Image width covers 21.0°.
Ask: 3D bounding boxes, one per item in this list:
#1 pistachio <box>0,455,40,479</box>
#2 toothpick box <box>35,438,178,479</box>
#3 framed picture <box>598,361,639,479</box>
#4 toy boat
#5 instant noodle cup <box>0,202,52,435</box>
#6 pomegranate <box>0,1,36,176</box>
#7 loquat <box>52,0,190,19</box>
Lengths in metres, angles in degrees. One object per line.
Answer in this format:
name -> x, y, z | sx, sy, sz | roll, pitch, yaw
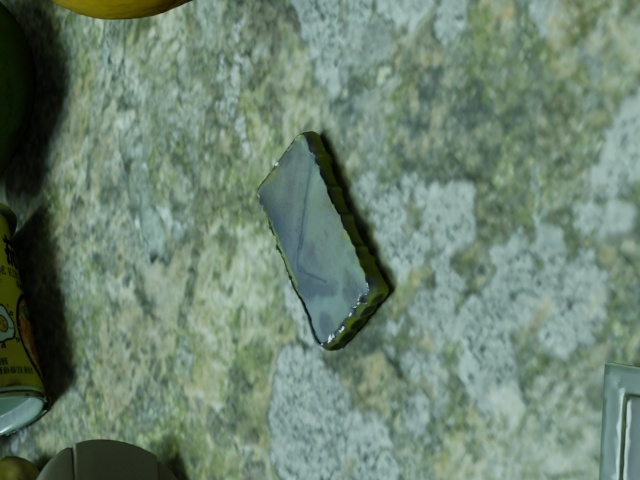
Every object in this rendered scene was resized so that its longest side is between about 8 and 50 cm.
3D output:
pistachio -> -0.254, 0.241, 1.241 | 0.100, 0.110, 0.189 | 26, 111, 43
toothpick box -> -0.162, 0.222, 1.114 | 0.180, 0.111, 0.111 | -55, 48, 39
framed picture -> 0.203, 0.159, 0.691 | 0.252, 0.014, 0.197 | 6, 94, 54
toy boat -> 0.000, 0.000, 0.972 | 0.063, 0.016, 0.115 | -51, 50, 41
instant noodle cup -> -0.283, 0.073, 1.239 | 0.182, 0.182, 0.144 | -39, 67, 47
pomegranate -> -0.317, -0.116, 1.237 | 0.187, 0.225, 0.187 | -30, 49, 43
loquat -> -0.114, -0.228, 0.980 | 0.208, 0.208, 0.208 | -1, 88, 54
